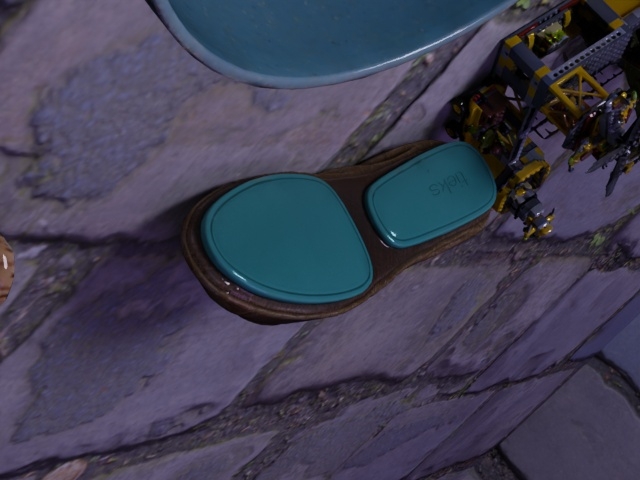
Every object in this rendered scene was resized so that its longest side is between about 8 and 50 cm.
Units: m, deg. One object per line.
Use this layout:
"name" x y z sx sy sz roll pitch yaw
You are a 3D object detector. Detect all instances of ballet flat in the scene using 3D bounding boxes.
"ballet flat" 0.000 0.000 1.004 0.124 0.116 0.342 -31 175 42

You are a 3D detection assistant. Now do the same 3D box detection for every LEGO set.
"LEGO set" 0.288 -0.110 1.129 0.331 0.192 0.255 -30 158 -27

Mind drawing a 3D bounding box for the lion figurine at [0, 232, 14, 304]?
"lion figurine" -0.277 0.020 0.460 0.392 0.142 0.240 -43 154 21

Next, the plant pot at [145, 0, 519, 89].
"plant pot" 0.012 -0.216 0.385 0.290 0.195 0.290 -35 160 -15
